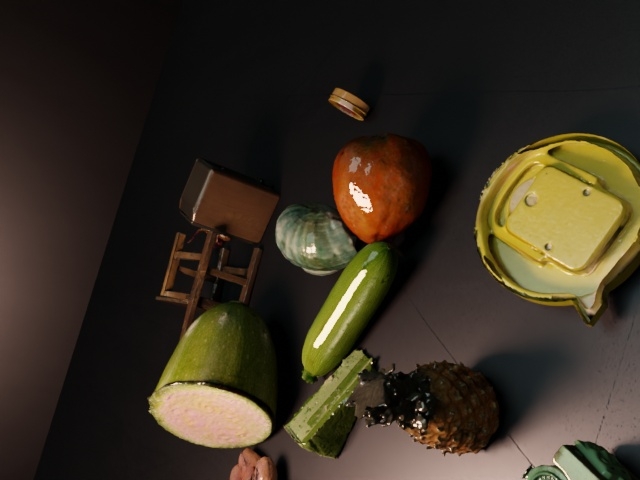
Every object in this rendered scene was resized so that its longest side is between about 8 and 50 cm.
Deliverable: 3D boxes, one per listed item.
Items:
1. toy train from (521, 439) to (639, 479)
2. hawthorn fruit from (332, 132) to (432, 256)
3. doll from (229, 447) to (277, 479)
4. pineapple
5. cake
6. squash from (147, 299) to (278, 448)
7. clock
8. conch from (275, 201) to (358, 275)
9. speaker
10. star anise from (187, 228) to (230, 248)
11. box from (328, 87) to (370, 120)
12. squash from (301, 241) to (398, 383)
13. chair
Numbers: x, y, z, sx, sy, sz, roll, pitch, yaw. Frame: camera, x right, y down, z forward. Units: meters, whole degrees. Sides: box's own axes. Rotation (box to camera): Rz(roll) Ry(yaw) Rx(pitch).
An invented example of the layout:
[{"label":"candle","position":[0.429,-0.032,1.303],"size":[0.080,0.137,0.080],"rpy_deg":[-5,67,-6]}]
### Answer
[{"label":"toy train","position":[0.308,0.423,0.863],"size":[0.326,0.129,0.159],"rpy_deg":[-60,40,15]},{"label":"hawthorn fruit","position":[0.130,-0.090,1.342],"size":[0.210,0.210,0.263],"rpy_deg":[8,107,57]},{"label":"doll","position":[-0.176,0.593,1.470],"size":[0.303,0.156,0.201],"rpy_deg":[38,112,61]},{"label":"pineapple","position":[0.153,0.263,1.035],"size":[0.157,0.278,0.158],"rpy_deg":[-26,56,48]},{"label":"cake","position":[0.044,0.348,1.378],"size":[0.235,0.099,0.100],"rpy_deg":[-49,32,-6]},{"label":"squash","position":[-0.243,0.313,1.624],"size":[0.310,0.310,0.309],"rpy_deg":[-42,28,37]},{"label":"clock","position":[0.388,-0.029,1.026],"size":[0.277,0.071,0.293],"rpy_deg":[-52,48,12]},{"label":"conch","position":[0.000,0.000,1.474],"size":[0.195,0.220,0.277],"rpy_deg":[-52,-15,-26]},{"label":"speaker","position":[-0.271,-0.117,1.896],"size":[0.153,0.230,0.193],"rpy_deg":[36,105,56]},{"label":"star anise","position":[-0.361,-0.018,2.121],"size":[0.190,0.070,0.097],"rpy_deg":[-26,63,32]},{"label":"box","position":[0.073,-0.342,1.623],"size":[0.037,0.105,0.105],"rpy_deg":[-60,34,4]},{"label":"squash","position":[0.055,0.154,1.382],"size":[0.395,0.107,0.107],"rpy_deg":[-62,33,26]},{"label":"chair","position":[-0.348,0.199,1.886],"size":[0.240,0.203,0.416],"rpy_deg":[0,72,51]}]
